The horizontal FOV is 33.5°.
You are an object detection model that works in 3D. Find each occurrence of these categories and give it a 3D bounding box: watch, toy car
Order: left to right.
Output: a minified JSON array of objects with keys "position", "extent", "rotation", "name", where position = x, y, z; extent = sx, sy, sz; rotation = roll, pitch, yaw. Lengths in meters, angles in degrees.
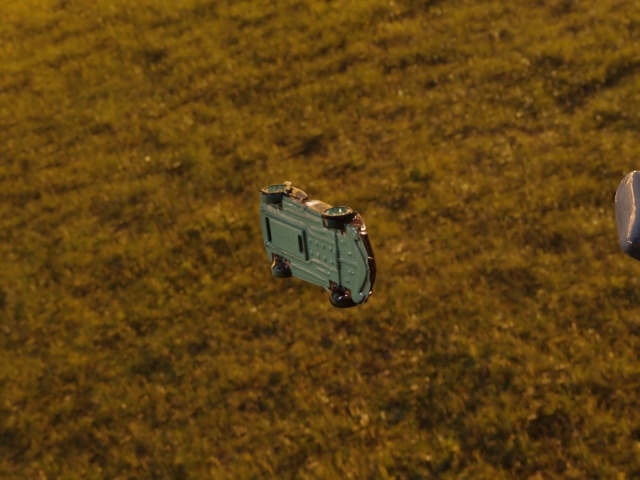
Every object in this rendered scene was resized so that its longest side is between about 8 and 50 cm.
[{"position":[0.000,0.000,0.643],"extent":[0.035,0.059,0.122],"rotation":[-18,23,-31],"name":"toy car"},{"position":[0.424,-0.002,1.173],"extent":[0.193,0.068,0.206],"rotation":[20,27,0],"name":"watch"}]
